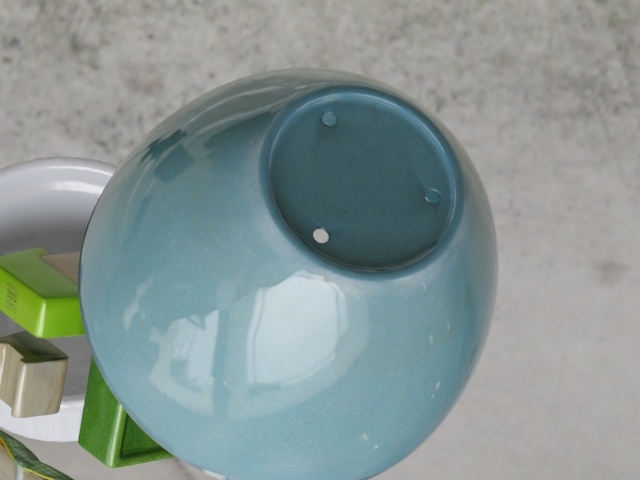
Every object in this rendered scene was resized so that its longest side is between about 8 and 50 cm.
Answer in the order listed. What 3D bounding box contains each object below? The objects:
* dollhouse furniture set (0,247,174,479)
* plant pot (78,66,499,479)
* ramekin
[{"bbox_3d":[-0.172,0.174,1.357,0.151,0.301,0.197,-8,-151,-43],"label":"dollhouse furniture set"},{"bbox_3d":[0.000,0.000,1.129,0.290,0.290,0.195,20,153,-8],"label":"plant pot"},{"bbox_3d":[-0.256,0.067,1.718,0.277,0.277,0.135,15,149,2],"label":"ramekin"}]
